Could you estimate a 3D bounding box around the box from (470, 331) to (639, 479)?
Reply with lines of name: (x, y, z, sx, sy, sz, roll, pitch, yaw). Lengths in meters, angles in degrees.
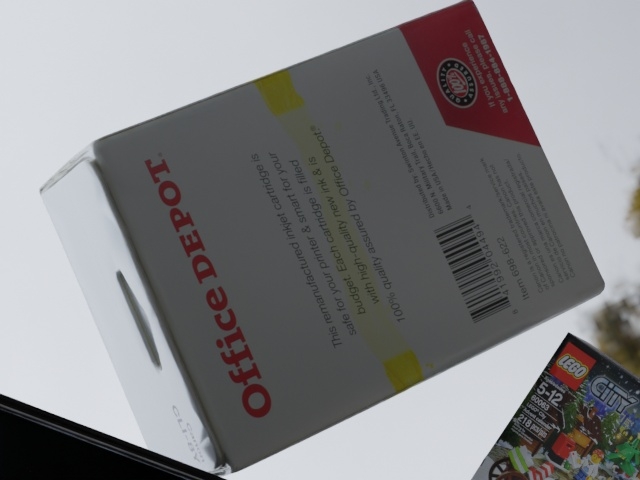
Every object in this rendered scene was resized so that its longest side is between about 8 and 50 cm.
box: (0.246, 0.201, 1.427, 0.233, 0.159, 0.044, 36, -174, 34)

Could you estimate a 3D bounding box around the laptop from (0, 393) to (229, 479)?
laptop: (-0.211, 0.250, 1.286, 0.382, 0.408, 0.236, 23, -131, -11)

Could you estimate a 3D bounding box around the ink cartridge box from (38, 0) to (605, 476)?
ink cartridge box: (0.000, 0.000, 1.506, 0.384, 0.160, 0.279, -23, -92, -28)
